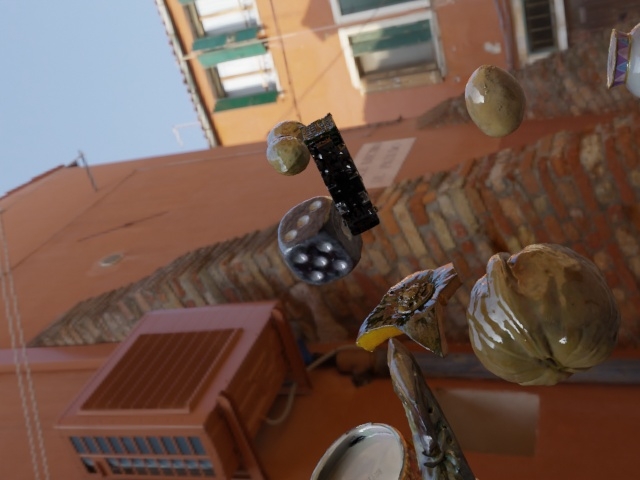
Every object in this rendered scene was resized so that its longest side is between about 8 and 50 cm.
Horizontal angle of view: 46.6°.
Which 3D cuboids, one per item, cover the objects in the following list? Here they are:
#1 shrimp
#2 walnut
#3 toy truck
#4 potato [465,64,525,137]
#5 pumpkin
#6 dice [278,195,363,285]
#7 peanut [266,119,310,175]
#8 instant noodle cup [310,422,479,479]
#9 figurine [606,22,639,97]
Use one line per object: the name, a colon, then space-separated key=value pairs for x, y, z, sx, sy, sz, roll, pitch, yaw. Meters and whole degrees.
shrimp: x=0.111 y=0.215 z=0.669 sx=0.169 sy=0.058 sz=0.296 roll=59 pitch=-170 yaw=-50
walnut: x=0.429 y=0.143 z=1.475 sx=0.285 sy=0.296 sz=0.285 roll=30 pitch=-143 yaw=-26
toy truck: x=0.047 y=-0.140 z=1.660 sx=0.121 sy=0.088 sz=0.259 roll=-108 pitch=-9 yaw=-57
potato: x=0.338 y=-0.273 z=1.457 sx=0.147 sy=0.112 sz=0.112 roll=68 pitch=-155 yaw=-11
pumpkin: x=0.228 y=0.159 z=1.733 sx=0.095 sy=0.290 sz=0.258 roll=51 pitch=-122 yaw=-18
dice: x=0.000 y=0.000 z=2.057 sx=0.181 sy=0.183 sz=0.182 roll=51 pitch=-154 yaw=-33
peanut: x=-0.077 y=-0.223 z=1.786 sx=0.117 sy=0.101 sz=0.263 roll=-57 pitch=14 yaw=22
instant noodle cup: x=0.095 y=0.352 z=0.971 sx=0.174 sy=0.213 sz=0.213 roll=45 pitch=-141 yaw=-24
figurine: x=0.623 y=-0.305 z=1.243 sx=0.189 sy=0.263 sz=0.142 roll=-60 pitch=-31 yaw=-64
